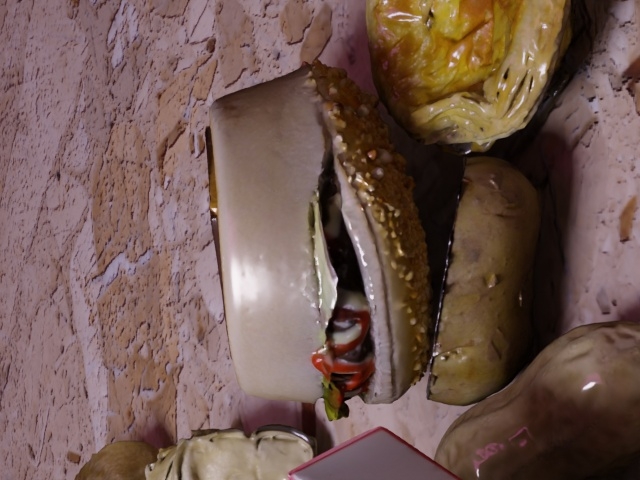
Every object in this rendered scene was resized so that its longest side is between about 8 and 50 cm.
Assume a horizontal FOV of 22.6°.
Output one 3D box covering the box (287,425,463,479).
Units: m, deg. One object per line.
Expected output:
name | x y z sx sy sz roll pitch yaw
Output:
box | 0.024 0.348 0.967 0.314 0.300 0.312 27 137 58

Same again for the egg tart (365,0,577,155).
egg tart | 0.129 -0.181 1.271 0.241 0.106 0.241 -8 80 53

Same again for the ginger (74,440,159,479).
ginger | -0.206 0.358 1.650 0.219 0.123 0.270 -51 35 35

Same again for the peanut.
peanut | 0.170 0.149 1.196 0.256 0.124 0.123 -51 51 41

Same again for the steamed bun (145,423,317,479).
steamed bun | -0.089 0.267 1.489 0.106 0.192 0.177 103 163 -68

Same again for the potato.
potato | 0.134 0.034 1.258 0.164 0.081 0.200 -56 -28 -75

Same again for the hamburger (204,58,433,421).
hamburger | 0.000 0.000 1.329 0.302 0.170 0.302 173 90 -89
